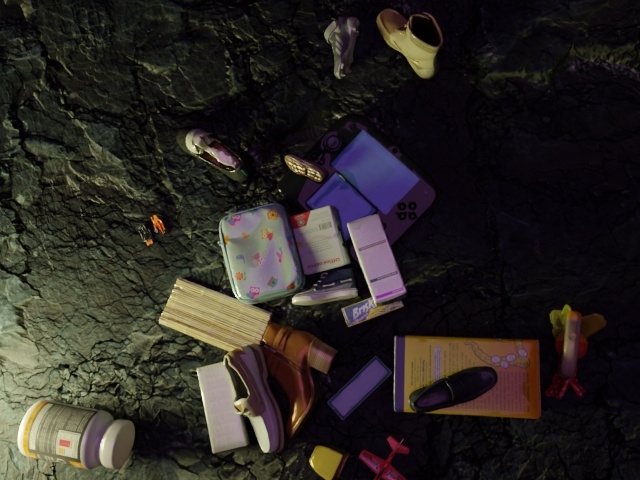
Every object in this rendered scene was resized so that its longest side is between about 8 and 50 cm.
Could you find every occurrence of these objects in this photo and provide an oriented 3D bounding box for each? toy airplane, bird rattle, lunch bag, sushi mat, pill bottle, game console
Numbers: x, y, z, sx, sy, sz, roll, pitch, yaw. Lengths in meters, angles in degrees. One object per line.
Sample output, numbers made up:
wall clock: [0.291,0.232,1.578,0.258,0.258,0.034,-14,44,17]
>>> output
toy airplane: [0.183,0.601,1.645,0.151,0.028,0.151,-1,80,5]
bird rattle: [0.641,0.285,1.569,0.143,0.207,0.253,15,72,28]
lunch bag: [-0.174,0.037,1.752,0.224,0.108,0.278,-16,78,6]
sushi mat: [-0.310,0.230,1.779,0.317,0.019,0.151,20,82,10]
pill bottle: [-0.681,0.549,1.693,0.279,0.162,0.162,8,81,9]
game console: [0.113,-0.151,1.777,0.342,0.060,0.386,-45,77,-3]

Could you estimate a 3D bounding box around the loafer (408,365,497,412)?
loafer: [0.320,0.362,1.447,0.223,0.078,0.076,-21,79,3]

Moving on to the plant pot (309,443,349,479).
plant pot: [0.019,0.598,1.642,0.083,0.081,0.081,24,84,21]

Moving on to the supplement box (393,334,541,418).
supplement box: [0.372,0.351,1.583,0.357,0.194,0.195,1,80,7]

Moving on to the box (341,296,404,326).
box: [0.149,0.192,1.711,0.169,0.054,0.059,-21,78,3]

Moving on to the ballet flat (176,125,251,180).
ballet flat: [-0.330,-0.280,1.835,0.281,0.096,0.095,30,85,11]

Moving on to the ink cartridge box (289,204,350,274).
ink cartridge box: [0.000,0.000,1.726,0.128,0.072,0.175,-15,86,15]

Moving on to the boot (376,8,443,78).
boot: [0.261,-0.617,1.768,0.095,0.203,0.261,-35,79,-1]

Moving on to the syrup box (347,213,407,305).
syrup box: [0.157,0.057,1.663,0.097,0.093,0.236,-19,76,3]

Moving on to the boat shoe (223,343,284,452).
boat shoe: [-0.190,0.442,1.658,0.103,0.113,0.302,-9,74,-38]

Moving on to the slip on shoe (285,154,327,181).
slip on shoe: [-0.041,-0.219,1.773,0.135,0.051,0.041,27,50,21]

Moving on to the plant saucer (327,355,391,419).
plant saucer: [0.110,0.414,1.694,0.192,0.018,0.067,-44,78,-1]

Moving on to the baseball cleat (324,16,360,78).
baseball cleat: [0.057,-0.597,1.869,0.110,0.072,0.205,12,76,23]

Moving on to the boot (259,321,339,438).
boot: [-0.097,0.385,1.685,0.220,0.109,0.283,22,94,18]

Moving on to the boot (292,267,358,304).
boot: [0.009,0.133,1.739,0.190,0.069,0.086,-8,72,-3]

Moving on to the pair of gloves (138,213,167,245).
pair of gloves: [-0.517,-0.031,1.856,0.083,0.010,0.074,-35,79,3]

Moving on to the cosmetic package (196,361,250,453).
cosmetic package: [-0.275,0.469,1.709,0.099,0.060,0.238,-14,78,2]
